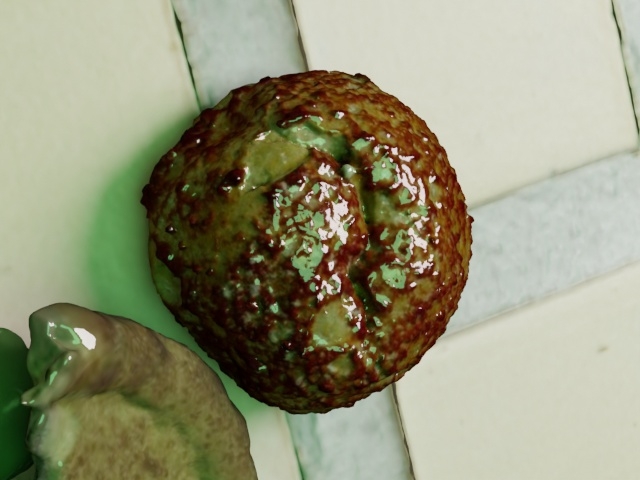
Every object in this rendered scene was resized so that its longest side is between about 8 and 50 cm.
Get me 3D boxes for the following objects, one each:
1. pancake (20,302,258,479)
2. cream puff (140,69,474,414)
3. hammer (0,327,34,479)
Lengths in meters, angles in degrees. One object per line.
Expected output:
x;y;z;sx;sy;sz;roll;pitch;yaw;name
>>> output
-0.110;0.164;0.471;0.288;0.033;0.286;2;100;-58;pancake
0.000;0.000;0.554;0.149;0.084;0.149;-1;92;-26;cream puff
-0.214;0.148;0.432;0.335;0.119;0.206;-42;114;-24;hammer
